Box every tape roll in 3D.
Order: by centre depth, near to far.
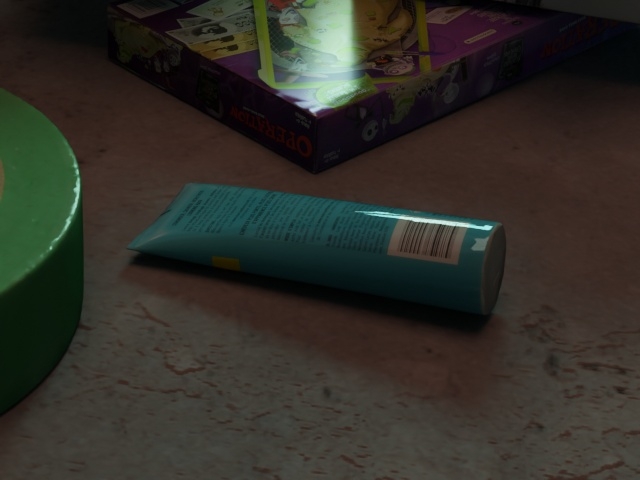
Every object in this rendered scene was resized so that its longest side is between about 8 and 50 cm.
[{"bbox_3d":[-0.288,0.002,0.981,0.321,0.077,0.321,4,32,-2],"label":"tape roll"}]

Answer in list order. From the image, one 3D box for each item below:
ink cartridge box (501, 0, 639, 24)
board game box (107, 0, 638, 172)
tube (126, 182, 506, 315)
[{"bbox_3d":[0.187,-0.256,1.320,0.289,0.121,0.211,10,34,10],"label":"ink cartridge box"},{"bbox_3d":[0.046,-0.159,1.308,0.347,0.056,0.208,-25,38,-38],"label":"board game box"},{"bbox_3d":[0.000,0.000,1.048,0.207,0.052,0.080,10,27,18],"label":"tube"}]
